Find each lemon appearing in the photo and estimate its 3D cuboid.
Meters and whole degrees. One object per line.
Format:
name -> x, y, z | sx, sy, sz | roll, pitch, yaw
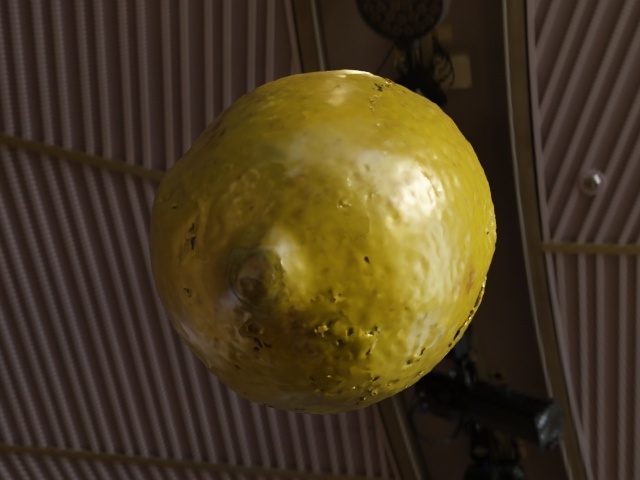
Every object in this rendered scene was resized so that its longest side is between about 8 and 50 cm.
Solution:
lemon -> 0.000, 0.000, 0.848 | 0.258, 0.310, 0.257 | 4, -74, 13
